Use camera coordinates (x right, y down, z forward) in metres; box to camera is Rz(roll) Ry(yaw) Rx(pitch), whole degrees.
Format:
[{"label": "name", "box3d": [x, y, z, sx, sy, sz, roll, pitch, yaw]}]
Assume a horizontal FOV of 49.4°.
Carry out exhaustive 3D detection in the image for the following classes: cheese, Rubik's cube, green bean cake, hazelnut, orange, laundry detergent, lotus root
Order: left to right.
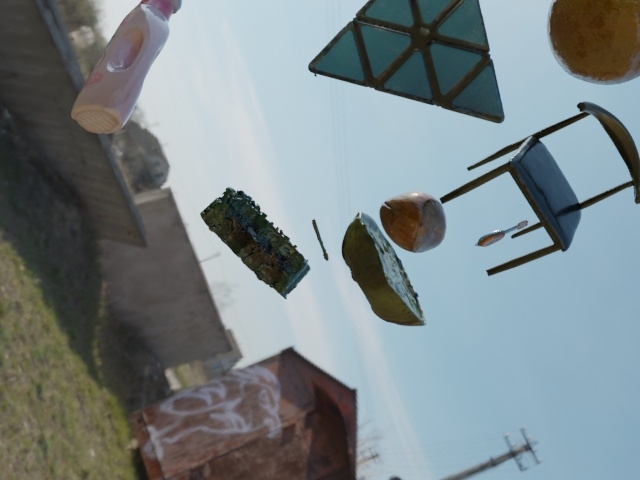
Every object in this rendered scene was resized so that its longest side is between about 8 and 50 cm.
[{"label": "laundry detergent", "box3d": [-0.362, -0.365, 1.344, 0.159, 0.335, 0.088, -1, -30, 42]}, {"label": "green bean cake", "box3d": [-0.120, 0.007, 1.371, 0.208, 0.107, 0.193, 46, -6, 18]}, {"label": "lotus root", "box3d": [0.091, 0.059, 1.115, 0.203, 0.078, 0.183, 52, 16, -32]}, {"label": "hazelnut", "box3d": [0.205, -0.041, 1.580, 0.150, 0.150, 0.150, 160, -90, -78]}, {"label": "Rubik's cube", "box3d": [0.158, -0.315, 1.105, 0.228, 0.233, 0.229, -7, -33, 43]}, {"label": "cheese", "box3d": [0.350, -0.013, 1.348, 0.047, 0.111, 0.017, 52, 15, -69]}, {"label": "orange", "box3d": [0.617, -0.463, 1.477, 0.274, 0.274, 0.274, 160, -90, -78]}]

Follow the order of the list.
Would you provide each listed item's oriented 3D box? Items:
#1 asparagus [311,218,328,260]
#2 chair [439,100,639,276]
[{"label": "asparagus", "box3d": [0.000, 0.000, 1.739, 0.166, 0.013, 0.016, 71, -2, -50]}, {"label": "chair", "box3d": [0.362, -0.084, 1.129, 0.272, 0.166, 0.188, -29, -80, 40]}]
